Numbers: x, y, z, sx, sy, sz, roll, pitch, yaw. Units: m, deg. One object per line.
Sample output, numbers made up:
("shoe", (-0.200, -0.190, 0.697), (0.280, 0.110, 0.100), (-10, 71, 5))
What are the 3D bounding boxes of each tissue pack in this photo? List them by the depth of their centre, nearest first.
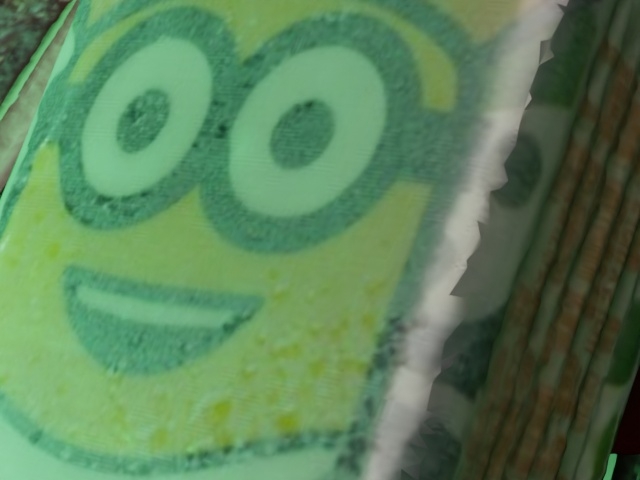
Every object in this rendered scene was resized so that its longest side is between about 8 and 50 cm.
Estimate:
("tissue pack", (0.000, 0.000, 0.661), (0.228, 0.128, 0.310), (9, 72, 41))

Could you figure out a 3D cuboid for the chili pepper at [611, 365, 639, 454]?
("chili pepper", (0.060, 0.032, 0.748), (0.388, 0.110, 0.110), (-4, 43, 30))
